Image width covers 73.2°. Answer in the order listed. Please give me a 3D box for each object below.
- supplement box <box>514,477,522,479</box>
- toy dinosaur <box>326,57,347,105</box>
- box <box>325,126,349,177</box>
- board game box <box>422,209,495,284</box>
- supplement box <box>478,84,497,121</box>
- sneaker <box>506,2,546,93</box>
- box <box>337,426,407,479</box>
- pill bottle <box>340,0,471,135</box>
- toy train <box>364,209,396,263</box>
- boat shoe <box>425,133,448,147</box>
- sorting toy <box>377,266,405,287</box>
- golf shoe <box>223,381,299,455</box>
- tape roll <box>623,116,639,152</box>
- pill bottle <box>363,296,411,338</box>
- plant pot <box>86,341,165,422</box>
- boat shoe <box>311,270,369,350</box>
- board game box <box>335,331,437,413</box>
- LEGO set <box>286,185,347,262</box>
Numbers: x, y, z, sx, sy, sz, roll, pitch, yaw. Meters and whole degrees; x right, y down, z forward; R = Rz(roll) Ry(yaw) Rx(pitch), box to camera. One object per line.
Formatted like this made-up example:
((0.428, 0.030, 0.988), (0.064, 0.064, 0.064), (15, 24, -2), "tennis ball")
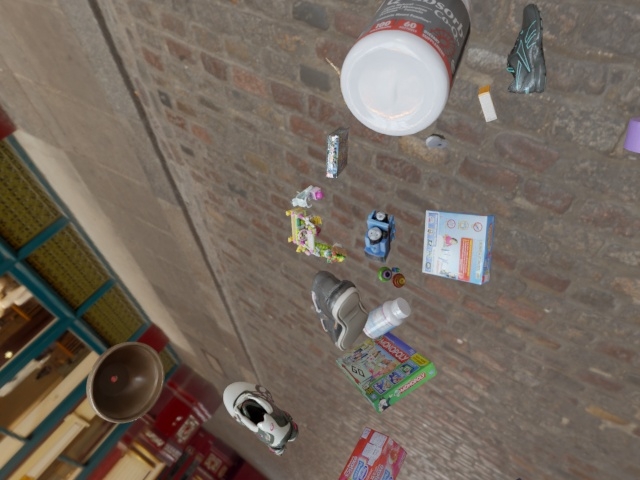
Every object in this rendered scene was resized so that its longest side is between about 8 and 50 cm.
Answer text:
((0.490, 0.640, 1.033), (0.056, 0.083, 0.083), (-40, 97, 18), "supplement box")
((0.098, -0.584, 1.615), (0.112, 0.064, 0.212), (-2, 143, 20), "toy dinosaur")
((0.070, -0.352, 1.697), (0.044, 0.233, 0.159), (8, 113, 11), "box")
((0.631, 0.021, 1.993), (0.301, 0.086, 0.309), (11, 103, 44), "board game box")
((0.554, -0.453, 1.423), (0.036, 0.062, 0.099), (-12, 122, 32), "supplement box")
((0.603, -0.564, 1.271), (0.106, 0.268, 0.101), (-3, 174, 29), "sneaker")
((0.172, 0.808, 1.496), (0.123, 0.257, 0.128), (48, 151, -23), "box")
((0.195, -0.406, 0.900), (0.210, 0.363, 0.210), (17, 144, 13), "pill bottle")
((0.170, -0.011, 1.244), (0.080, 0.105, 0.184), (17, 159, 17), "toy train")
((0.410, -0.359, 1.536), (0.049, 0.142, 0.040), (-36, 71, 34), "boat shoe")
((0.244, 0.118, 1.427), (0.101, 0.061, 0.042), (24, 171, -15), "sorting toy")
((-0.165, 0.401, 1.049), (0.272, 0.105, 0.120), (13, 146, 47), "golf shoe")
((1.072, -0.310, 1.277), (0.274, 0.274, 0.090), (14, 117, 35), "tape roll")
((0.215, 0.252, 1.413), (0.087, 0.087, 0.160), (44, 125, -9), "pill bottle")
((-0.620, 0.435, 1.344), (0.109, 0.237, 0.238), (-7, 128, 37), "plant pot")
((0.047, 0.171, 1.053), (0.095, 0.112, 0.335), (40, 162, 26), "boat shoe")
((0.197, 0.403, 1.381), (0.046, 0.213, 0.317), (63, 167, -15), "board game box")
((0.000, 0.000, 1.156), (0.107, 0.132, 0.287), (38, 162, 46), "LEGO set")
